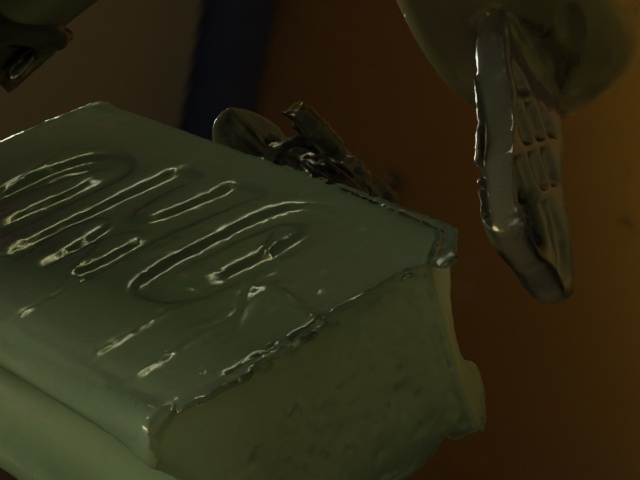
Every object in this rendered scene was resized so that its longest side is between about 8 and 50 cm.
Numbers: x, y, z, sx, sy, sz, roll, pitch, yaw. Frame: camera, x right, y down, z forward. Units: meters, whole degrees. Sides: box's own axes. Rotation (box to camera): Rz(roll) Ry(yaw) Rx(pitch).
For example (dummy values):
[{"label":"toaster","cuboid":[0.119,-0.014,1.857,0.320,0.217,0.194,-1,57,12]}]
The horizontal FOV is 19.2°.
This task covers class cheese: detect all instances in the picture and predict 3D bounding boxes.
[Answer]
[{"label":"cheese","cuboid":[0.075,-0.097,0.733,0.163,0.082,0.286,51,-152,-38]}]

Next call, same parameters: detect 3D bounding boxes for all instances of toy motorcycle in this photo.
[{"label":"toy motorcycle","cuboid":[0.000,0.000,1.033,0.073,0.152,0.225,-51,-35,-12]}]

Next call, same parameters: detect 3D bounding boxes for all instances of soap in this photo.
[{"label":"soap","cuboid":[-0.066,0.028,0.718,0.150,0.261,0.094,-33,-59,-27]}]

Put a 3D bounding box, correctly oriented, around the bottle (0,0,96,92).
[{"label":"bottle","cuboid":[-0.259,-0.281,1.769,0.347,0.168,0.168,-43,-19,23]}]
